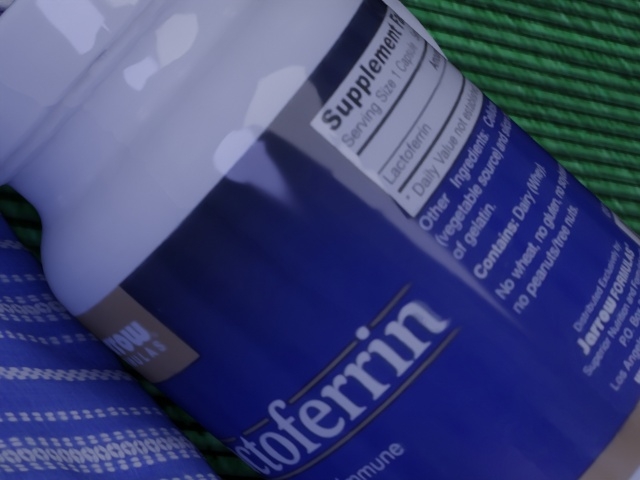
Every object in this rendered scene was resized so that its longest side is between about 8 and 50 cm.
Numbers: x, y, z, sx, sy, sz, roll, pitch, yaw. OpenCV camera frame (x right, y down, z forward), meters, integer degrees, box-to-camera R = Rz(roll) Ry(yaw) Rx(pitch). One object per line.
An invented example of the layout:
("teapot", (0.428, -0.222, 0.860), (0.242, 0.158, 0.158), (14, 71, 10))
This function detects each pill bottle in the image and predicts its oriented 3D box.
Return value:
("pill bottle", (0.000, 0.000, 0.627), (0.265, 0.153, 0.153), (41, 48, -9))

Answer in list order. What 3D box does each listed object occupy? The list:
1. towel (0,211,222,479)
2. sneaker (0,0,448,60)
("towel", (-0.108, 0.055, 0.538), (0.336, 0.040, 0.243), (47, 18, 26))
("sneaker", (-0.066, -0.071, 0.736), (0.282, 0.102, 0.161), (46, 54, 13))
